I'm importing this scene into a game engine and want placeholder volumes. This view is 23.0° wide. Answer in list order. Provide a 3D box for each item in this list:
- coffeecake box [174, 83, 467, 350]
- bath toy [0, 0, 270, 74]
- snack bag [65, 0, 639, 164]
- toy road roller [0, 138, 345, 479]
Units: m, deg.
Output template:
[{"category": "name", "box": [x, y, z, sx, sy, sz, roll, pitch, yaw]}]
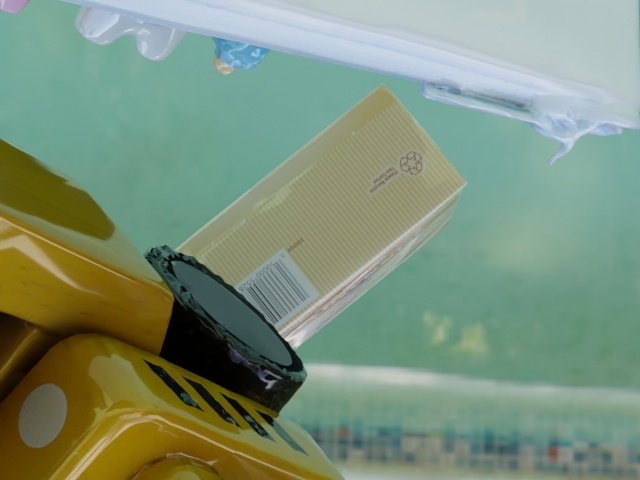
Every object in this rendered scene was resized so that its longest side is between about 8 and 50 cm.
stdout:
[{"category": "coffeecake box", "box": [0.000, 0.000, 0.854, 0.142, 0.068, 0.185, -39, 175, -2]}, {"category": "bath toy", "box": [-0.161, -0.210, 0.905, 0.348, 0.151, 0.129, 10, 133, -36]}, {"category": "snack bag", "box": [-0.038, -0.215, 0.450, 0.323, 0.343, 0.037, 11, 166, -20]}, {"category": "toy road roller", "box": [-0.107, 0.111, 0.593, 0.240, 0.202, 0.329, 46, -171, 38]}]
